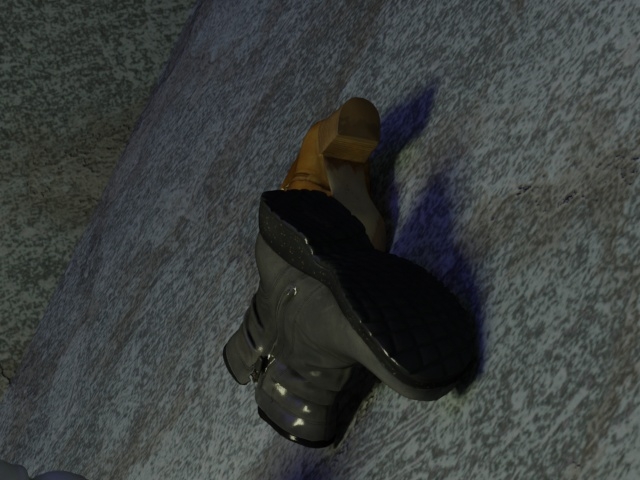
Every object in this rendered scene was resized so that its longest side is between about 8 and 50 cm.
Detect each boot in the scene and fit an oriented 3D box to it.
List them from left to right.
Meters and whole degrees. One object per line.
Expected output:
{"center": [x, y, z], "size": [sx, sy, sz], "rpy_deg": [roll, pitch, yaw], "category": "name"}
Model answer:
{"center": [-0.001, -0.001, 2.003], "size": [0.211, 0.104, 0.295], "rpy_deg": [129, 154, -63], "category": "boot"}
{"center": [0.023, 0.115, 1.734], "size": [0.338, 0.118, 0.222], "rpy_deg": [49, 134, 51], "category": "boot"}

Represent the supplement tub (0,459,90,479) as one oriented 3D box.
{"center": [-0.209, 0.352, 1.663], "size": [0.228, 0.316, 0.228], "rpy_deg": [-50, 22, 29], "category": "supplement tub"}
